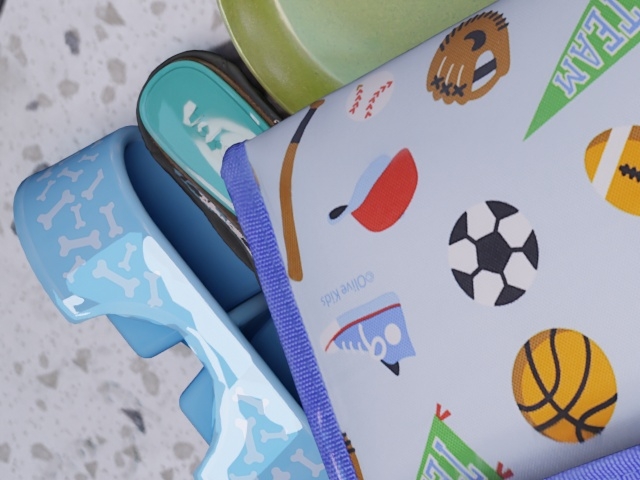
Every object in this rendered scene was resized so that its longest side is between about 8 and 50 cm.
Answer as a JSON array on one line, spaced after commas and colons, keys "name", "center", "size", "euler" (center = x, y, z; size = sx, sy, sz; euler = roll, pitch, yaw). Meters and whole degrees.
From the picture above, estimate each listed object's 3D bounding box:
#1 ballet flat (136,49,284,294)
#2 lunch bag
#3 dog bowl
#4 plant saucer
[{"name": "ballet flat", "center": [0.000, 0.000, 1.136], "size": [0.095, 0.096, 0.280], "euler": [-37, 81, 7]}, {"name": "lunch bag", "center": [0.171, 0.066, 0.903], "size": [0.328, 0.239, 0.385], "euler": [-26, 76, 32]}, {"name": "dog bowl", "center": [-0.058, 0.055, 1.150], "size": [0.074, 0.166, 0.297], "euler": [-40, 87, 20]}, {"name": "plant saucer", "center": [0.049, -0.165, 1.088], "size": [0.241, 0.037, 0.241], "euler": [8, 110, 23]}]
